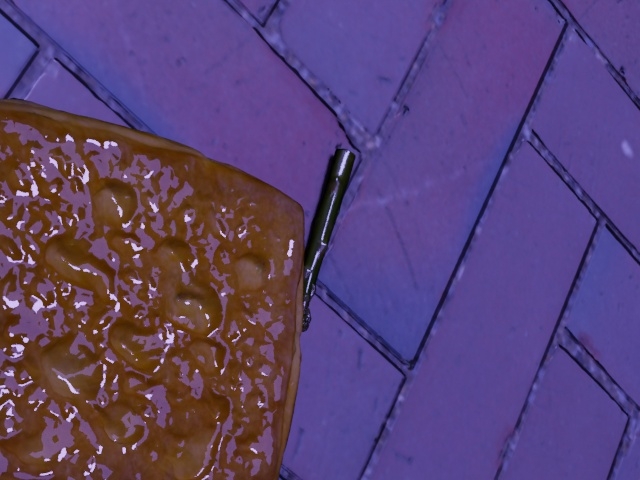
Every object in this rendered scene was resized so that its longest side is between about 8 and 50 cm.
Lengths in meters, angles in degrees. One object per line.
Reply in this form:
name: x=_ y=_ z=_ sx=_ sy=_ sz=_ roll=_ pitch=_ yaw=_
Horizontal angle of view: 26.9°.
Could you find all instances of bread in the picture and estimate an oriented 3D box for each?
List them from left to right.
bread: x=-0.121 y=0.046 z=0.690 sx=0.235 sy=0.099 sz=0.210 roll=14 pitch=73 yaw=-33

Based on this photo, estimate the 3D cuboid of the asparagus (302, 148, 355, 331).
asparagus: x=0.000 y=0.000 z=0.850 sx=0.015 sy=0.018 sz=0.127 roll=16 pitch=70 yaw=-2
